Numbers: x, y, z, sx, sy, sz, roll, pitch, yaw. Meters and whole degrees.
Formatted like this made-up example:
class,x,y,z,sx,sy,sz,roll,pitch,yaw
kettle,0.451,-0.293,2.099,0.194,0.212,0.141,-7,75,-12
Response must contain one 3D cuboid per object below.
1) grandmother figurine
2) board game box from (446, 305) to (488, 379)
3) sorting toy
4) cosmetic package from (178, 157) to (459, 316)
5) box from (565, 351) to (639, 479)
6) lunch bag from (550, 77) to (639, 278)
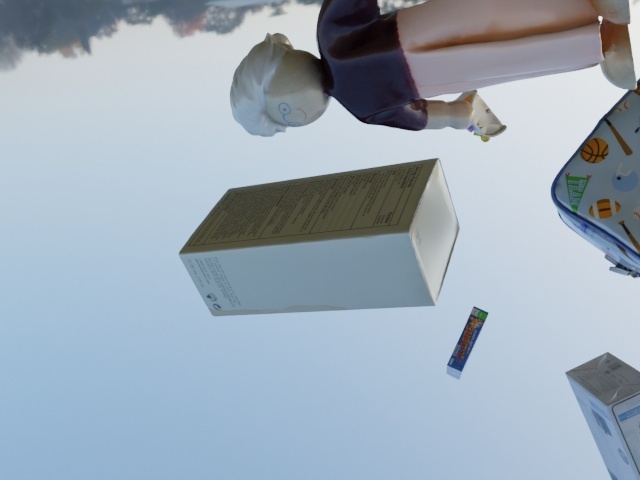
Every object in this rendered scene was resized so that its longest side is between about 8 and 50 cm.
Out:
class,x,y,z,sx,sy,sz,roll,pitch,yaw
grandmother figurine,0.075,-0.157,0.606,0.342,0.208,0.104,-10,-138,22
board game box,0.315,0.225,1.545,0.035,0.201,0.136,25,-101,15
sorting toy,0.214,-0.178,1.038,0.045,0.083,0.075,-54,-148,-6
cosmetic package,0.000,0.000,0.893,0.309,0.113,0.160,-4,-145,28
box,0.529,0.350,1.189,0.087,0.290,0.169,-26,-170,0
lunch bag,0.493,-0.089,1.012,0.243,0.115,0.303,40,-88,31
